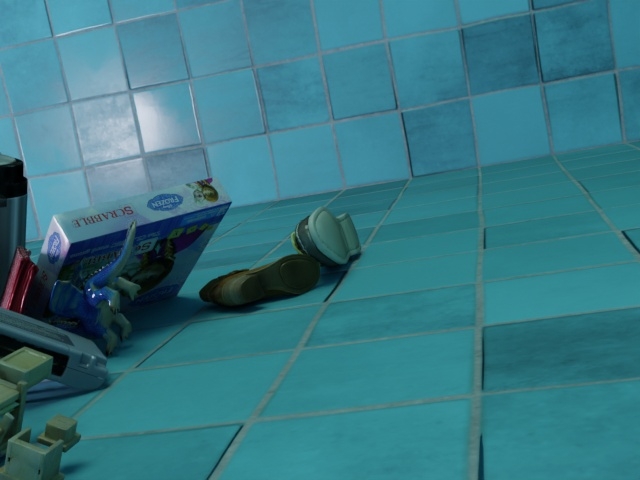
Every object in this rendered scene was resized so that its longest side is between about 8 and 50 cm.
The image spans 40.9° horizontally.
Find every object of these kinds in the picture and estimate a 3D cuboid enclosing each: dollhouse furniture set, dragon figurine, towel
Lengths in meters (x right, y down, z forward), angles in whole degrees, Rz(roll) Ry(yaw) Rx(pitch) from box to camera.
[{"bbox_3d":[-0.318,0.215,0.938,0.160,0.101,0.182,17,16,13],"label":"dollhouse furniture set"},{"bbox_3d":[-0.367,0.086,1.338,0.144,0.289,0.085,22,34,8],"label":"dragon figurine"},{"bbox_3d":[-0.516,0.113,1.427,0.031,0.199,0.275,17,-2,-22],"label":"towel"}]

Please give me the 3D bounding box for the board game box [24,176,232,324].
[{"bbox_3d":[-0.351,0.036,1.527,0.318,0.066,0.318,-18,-24,-39],"label":"board game box"}]

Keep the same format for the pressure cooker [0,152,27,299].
[{"bbox_3d":[-0.741,-0.037,1.607,0.369,0.421,0.375,6,10,-4],"label":"pressure cooker"}]

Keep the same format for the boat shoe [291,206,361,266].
[{"bbox_3d":[0.000,0.000,1.688,0.096,0.117,0.324,-19,-2,13],"label":"boat shoe"}]

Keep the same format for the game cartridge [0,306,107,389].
[{"bbox_3d":[-0.454,0.128,1.199,0.297,0.062,0.198,23,-9,-22],"label":"game cartridge"}]

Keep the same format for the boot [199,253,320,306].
[{"bbox_3d":[-0.112,0.072,1.556,0.197,0.073,0.152,-11,2,-38],"label":"boot"}]
